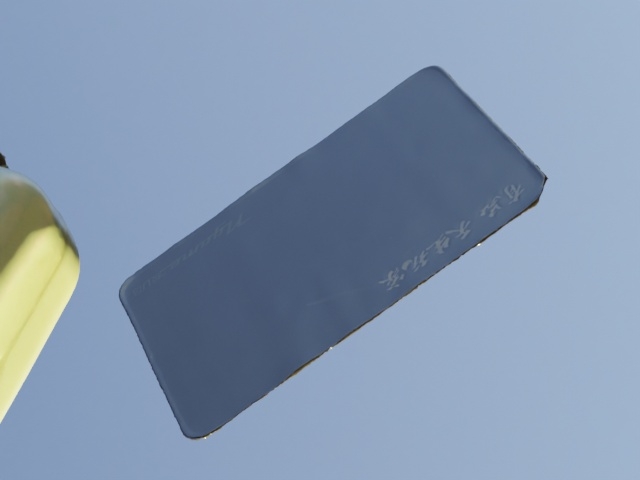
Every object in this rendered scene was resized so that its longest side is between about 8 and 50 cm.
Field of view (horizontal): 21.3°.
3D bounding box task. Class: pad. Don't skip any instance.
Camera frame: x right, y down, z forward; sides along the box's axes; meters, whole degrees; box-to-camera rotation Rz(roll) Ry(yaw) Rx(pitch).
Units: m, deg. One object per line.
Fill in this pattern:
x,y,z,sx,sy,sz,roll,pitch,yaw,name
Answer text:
0.000,0.000,0.632,0.003,0.157,0.112,54,180,-36,pad

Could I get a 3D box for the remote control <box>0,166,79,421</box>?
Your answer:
-0.224,0.012,0.507,0.140,0.296,0.056,-63,-26,-27,remote control

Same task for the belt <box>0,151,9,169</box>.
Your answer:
-0.296,-0.045,1.019,0.295,0.207,0.160,40,-135,15,belt
